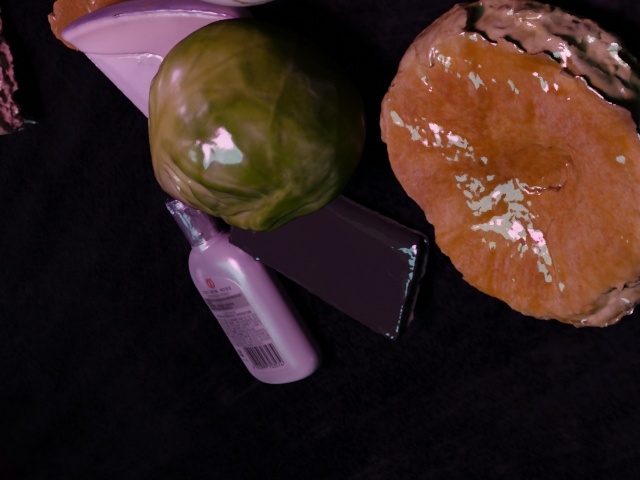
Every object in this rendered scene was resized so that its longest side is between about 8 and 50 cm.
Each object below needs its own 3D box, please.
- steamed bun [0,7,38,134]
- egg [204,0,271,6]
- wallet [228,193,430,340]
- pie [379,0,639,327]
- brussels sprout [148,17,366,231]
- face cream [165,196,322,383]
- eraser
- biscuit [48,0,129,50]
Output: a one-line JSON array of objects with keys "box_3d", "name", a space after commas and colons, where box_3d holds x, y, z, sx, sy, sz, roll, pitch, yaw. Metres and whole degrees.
[{"box_3d": [-0.582, -0.273, 1.669, 0.290, 0.273, 0.272, 9, 113, 41], "name": "steamed bun"}, {"box_3d": [-0.102, -0.320, 1.078, 0.264, 0.183, 0.182, 37, 145, 30], "name": "egg"}, {"box_3d": [0.001, 0.000, 1.383, 0.285, 0.030, 0.146, 30, 123, 31], "name": "wallet"}, {"box_3d": [0.192, -0.065, 1.072, 0.339, 0.083, 0.339, 33, 145, 27], "name": "pie"}, {"box_3d": [-0.069, -0.117, 1.221, 0.244, 0.244, 0.244, 31, 142, 27], "name": "brussels sprout"}, {"box_3d": [-0.110, 0.059, 1.559, 0.144, 0.071, 0.291, -14, 112, 51], "name": "face cream"}, {"box_3d": [-0.156, -0.214, 1.346, 0.243, 0.059, 0.204, -20, 121, 42], "name": "eraser"}, {"box_3d": [-0.261, -0.282, 1.438, 0.250, 0.035, 0.162, 2, 129, 50], "name": "biscuit"}]
